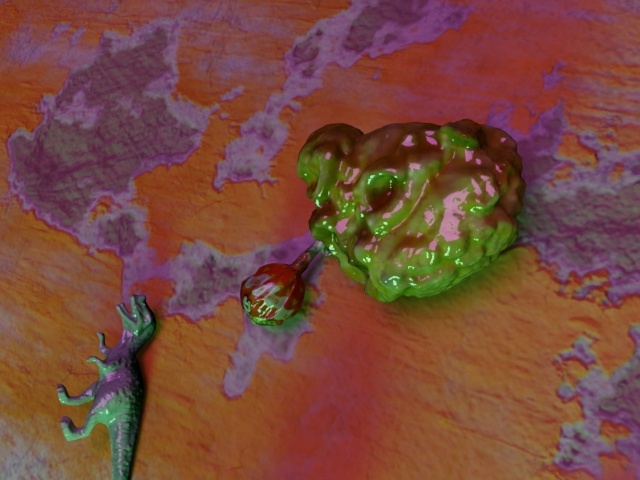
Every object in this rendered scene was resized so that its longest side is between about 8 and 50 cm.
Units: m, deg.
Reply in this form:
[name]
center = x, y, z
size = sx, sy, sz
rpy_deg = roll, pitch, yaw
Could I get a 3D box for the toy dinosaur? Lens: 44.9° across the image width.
[toy dinosaur]
center = -0.315, 0.258, 1.069
size = 0.129, 0.076, 0.383
rpy_deg = 5, 73, 2

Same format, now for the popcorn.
[popcorn]
center = 0.103, -0.033, 0.946
size = 0.285, 0.174, 0.225
rpy_deg = 3, 74, 23

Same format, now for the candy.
[candy]
center = 0.000, 0.000, 1.057
size = 0.288, 0.078, 0.084
rpy_deg = -49, 34, -14
